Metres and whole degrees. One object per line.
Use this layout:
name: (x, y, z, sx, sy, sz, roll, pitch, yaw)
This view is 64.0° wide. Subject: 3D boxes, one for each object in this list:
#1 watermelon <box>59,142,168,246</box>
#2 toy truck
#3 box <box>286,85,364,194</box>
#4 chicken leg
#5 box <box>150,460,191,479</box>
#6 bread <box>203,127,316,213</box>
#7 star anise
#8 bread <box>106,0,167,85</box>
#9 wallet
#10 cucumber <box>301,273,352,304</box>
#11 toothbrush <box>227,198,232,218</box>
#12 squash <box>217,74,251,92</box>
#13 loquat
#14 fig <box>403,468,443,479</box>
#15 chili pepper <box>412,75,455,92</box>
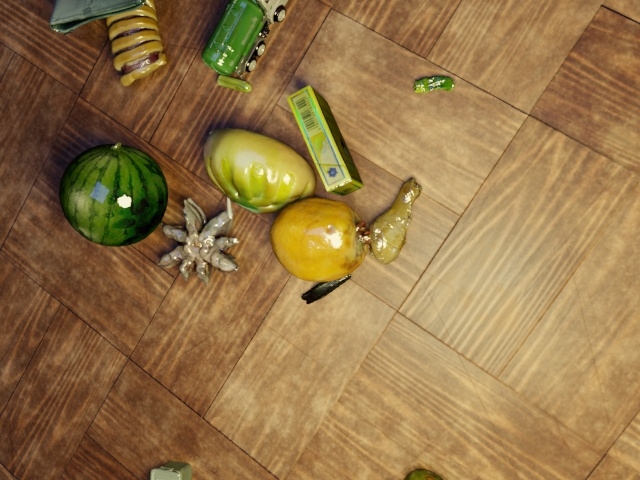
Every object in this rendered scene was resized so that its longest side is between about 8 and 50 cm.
watermelon: (-0.479, -0.106, 1.197, 0.243, 0.242, 0.242, 0, 91, 16)
toy truck: (-0.176, -0.489, 1.165, 0.101, 0.125, 0.242, 34, 98, 14)
box: (0.015, -0.208, 1.106, 0.064, 0.141, 0.219, -23, 84, 14)
chicken leg: (0.162, -0.046, 1.107, 0.085, 0.069, 0.197, 27, 91, 12)
box: (-0.363, 0.606, 1.257, 0.084, 0.069, 0.122, 1, 91, 17)
bread: (-0.149, -0.158, 1.130, 0.261, 0.156, 0.158, 18, 80, 16)
star anise: (-0.279, 0.009, 1.214, 0.236, 0.093, 0.229, 41, 100, 16)
bread: (-0.461, -0.503, 1.265, 0.134, 0.081, 0.224, -14, 83, 14)
wallet: (-0.516, -0.634, 1.246, 0.291, 0.054, 0.251, -1, 69, 19)
cucumber: (0.014, 0.106, 1.165, 0.135, 0.034, 0.033, -35, 87, 14)
toothbrush: (-0.223, -0.117, 1.206, 0.017, 0.014, 0.162, -16, 60, 7)
squash: (-0.203, -0.373, 1.223, 0.083, 0.027, 0.027, 19, 96, 15)
loquat: (0.000, 0.000, 1.087, 0.235, 0.187, 0.175, 1, 80, 23)
fig: (0.221, 0.574, 1.082, 0.117, 0.117, 0.177, 3, 108, 16)
chili pepper: (0.243, -0.335, 1.102, 0.091, 0.034, 0.030, 1, 124, 15)
